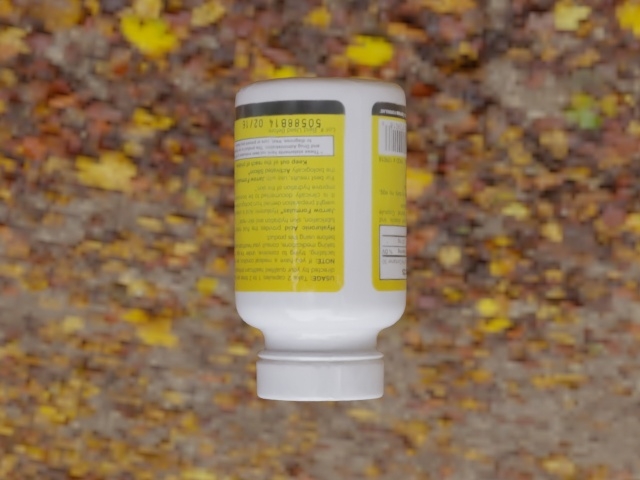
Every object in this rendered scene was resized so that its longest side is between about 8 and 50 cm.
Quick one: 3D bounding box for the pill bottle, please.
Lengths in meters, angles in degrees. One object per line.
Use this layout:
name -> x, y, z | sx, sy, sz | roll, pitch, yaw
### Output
pill bottle -> 0.000, 0.000, 0.615 | 0.065, 0.116, 0.065 | 0, 178, 0
